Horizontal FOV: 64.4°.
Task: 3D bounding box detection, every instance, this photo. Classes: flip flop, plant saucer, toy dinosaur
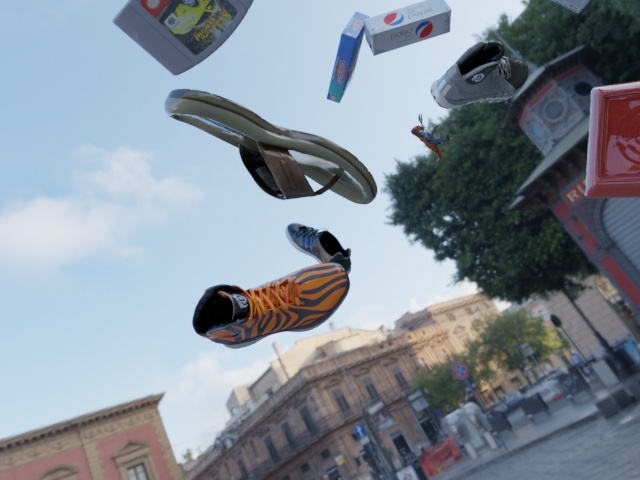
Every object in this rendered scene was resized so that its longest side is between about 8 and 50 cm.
[{"bbox_3d":[-0.058,-0.096,0.619,0.277,0.080,0.112,21,-10,-26],"label":"flip flop"},{"bbox_3d":[0.703,-0.222,1.079,0.258,0.259,0.047,3,-1,41],"label":"plant saucer"},{"bbox_3d":[0.196,-0.183,0.915,0.082,0.047,0.090,-8,-75,-28],"label":"toy dinosaur"}]

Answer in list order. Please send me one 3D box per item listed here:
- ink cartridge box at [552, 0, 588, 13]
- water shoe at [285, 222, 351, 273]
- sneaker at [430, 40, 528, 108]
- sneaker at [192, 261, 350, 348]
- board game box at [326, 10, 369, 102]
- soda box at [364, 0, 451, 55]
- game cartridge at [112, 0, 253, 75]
[{"bbox_3d":[0.545,-0.698,1.281,0.071,0.324,0.330,-61,-10,24],"label":"ink cartridge box"},{"bbox_3d":[0.000,0.000,1.137,0.073,0.203,0.080,-25,-41,-36],"label":"water shoe"},{"bbox_3d":[0.329,-0.323,0.957,0.228,0.086,0.132,-22,-14,-20],"label":"sneaker"},{"bbox_3d":[-0.102,0.126,0.989,0.321,0.125,0.180,-27,-22,8],"label":"sneaker"},{"bbox_3d":[0.080,-0.536,1.495,0.210,0.047,0.160,107,-175,-48],"label":"board game box"},{"bbox_3d":[0.227,-0.562,1.333,0.216,0.074,0.069,-17,-33,0],"label":"soda box"},{"bbox_3d":[-0.278,-0.506,1.097,0.294,0.060,0.196,-38,-53,20],"label":"game cartridge"}]
